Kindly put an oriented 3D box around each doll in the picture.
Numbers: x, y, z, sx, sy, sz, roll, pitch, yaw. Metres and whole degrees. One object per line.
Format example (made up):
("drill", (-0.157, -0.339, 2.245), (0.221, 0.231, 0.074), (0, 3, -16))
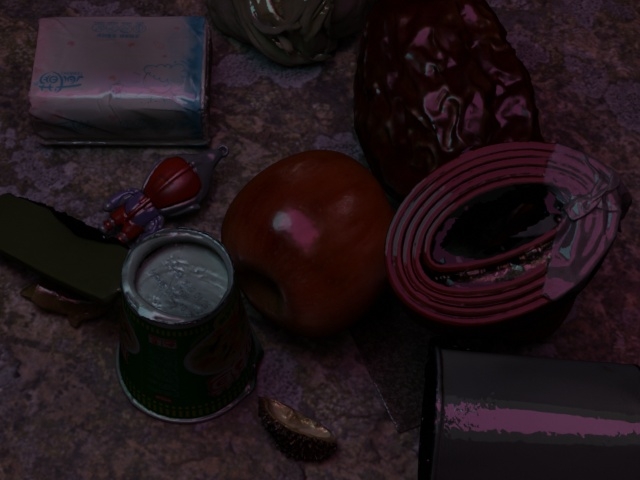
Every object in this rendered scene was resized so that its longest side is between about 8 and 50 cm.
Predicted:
("doll", (-0.226, -0.071, 1.885), (0.227, 0.075, 0.102), (-41, 81, -14))

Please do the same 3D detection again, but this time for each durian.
("durian", (-0.037, 0.248, 1.697), (0.130, 0.052, 0.066), (29, 58, 17))

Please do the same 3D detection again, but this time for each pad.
("pad", (0.133, 0.145, 1.797), (0.158, 0.003, 0.235), (-19, 59, -13))

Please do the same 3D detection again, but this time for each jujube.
("jujube", (0.180, -0.197, 1.866), (0.276, 0.276, 0.377), (-6, 60, -5))

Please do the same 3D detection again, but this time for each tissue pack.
("tissue pack", (-0.303, -0.249, 1.974), (0.271, 0.124, 0.201), (-1, 54, -1))

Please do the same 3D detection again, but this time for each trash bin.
("trash bin", (0.261, 0.251, 1.604), (0.262, 0.217, 0.277), (4, 50, 1))

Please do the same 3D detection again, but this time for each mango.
("mango", (0.297, 0.036, 1.776), (0.136, 0.166, 0.236), (19, 71, 25))

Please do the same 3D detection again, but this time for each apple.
("apple", (0.000, 0.000, 1.753), (0.242, 0.242, 0.241), (39, 63, 21))

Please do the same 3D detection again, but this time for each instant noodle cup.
("instant noodle cup", (-0.177, 0.101, 1.681), (0.207, 0.233, 0.207), (1, 57, -2))

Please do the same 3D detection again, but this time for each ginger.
("ginger", (-0.362, 0.081, 1.803), (0.137, 0.044, 0.057), (15, 40, 6))

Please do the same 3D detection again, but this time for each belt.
("belt", (0.236, -0.008, 1.629), (0.324, 0.115, 0.227), (-26, 77, 0))

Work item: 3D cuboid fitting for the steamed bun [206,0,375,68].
("steamed bun", (-0.049, -0.443, 2.057), (0.280, 0.207, 0.268), (39, 64, 23))

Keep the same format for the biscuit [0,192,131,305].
("biscuit", (-0.372, 0.010, 1.799), (0.322, 0.038, 0.099), (22, 60, 34))
